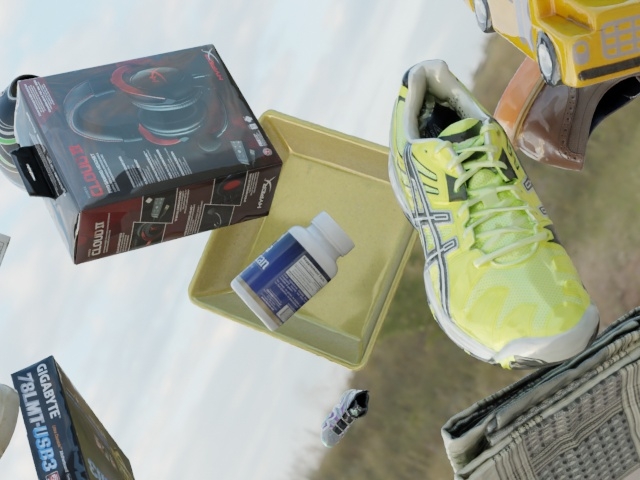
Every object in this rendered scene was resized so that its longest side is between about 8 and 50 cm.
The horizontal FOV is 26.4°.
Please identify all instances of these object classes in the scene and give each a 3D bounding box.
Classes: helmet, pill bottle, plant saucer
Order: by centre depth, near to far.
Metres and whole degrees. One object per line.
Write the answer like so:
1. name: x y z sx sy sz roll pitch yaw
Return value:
1. helmet: -0.379 -0.145 1.890 0.169 0.161 0.169 -12 -76 -58
2. pill bottle: -0.036 0.039 1.923 0.169 0.094 0.094 -42 -6 -4
3. plant saucer: 0.000 0.000 2.101 0.081 0.332 0.333 29 -98 -62

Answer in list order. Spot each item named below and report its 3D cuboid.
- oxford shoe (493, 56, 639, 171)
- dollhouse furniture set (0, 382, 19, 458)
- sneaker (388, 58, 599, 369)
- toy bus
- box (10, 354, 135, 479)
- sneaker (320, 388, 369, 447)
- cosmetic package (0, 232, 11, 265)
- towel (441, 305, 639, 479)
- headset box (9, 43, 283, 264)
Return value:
1. oxford shoe: 0.348 -0.235 1.628 0.364 0.132 0.130 -56 -19 -12
2. dollhouse furniture set: -0.359 0.037 0.880 0.256 0.362 0.394 -46 32 27
3. sneaker: 0.148 -0.029 1.345 0.147 0.145 0.385 75 170 -45
4. toy bus: 0.210 -0.246 1.245 0.333 0.108 0.130 -118 15 -64
5. box: -0.294 0.346 1.788 0.295 0.073 0.293 69 175 -49
6. sneaker: 0.040 0.255 1.981 0.069 0.038 0.098 -26 32 60
7. cosmetic package: -0.399 0.063 1.496 0.239 0.060 0.099 139 150 -62
8. towel: 0.293 0.220 1.532 0.312 0.056 0.324 -30 -38 -5
9. headset box: -0.227 -0.107 1.667 0.293 0.218 0.110 -15 -33 -25
